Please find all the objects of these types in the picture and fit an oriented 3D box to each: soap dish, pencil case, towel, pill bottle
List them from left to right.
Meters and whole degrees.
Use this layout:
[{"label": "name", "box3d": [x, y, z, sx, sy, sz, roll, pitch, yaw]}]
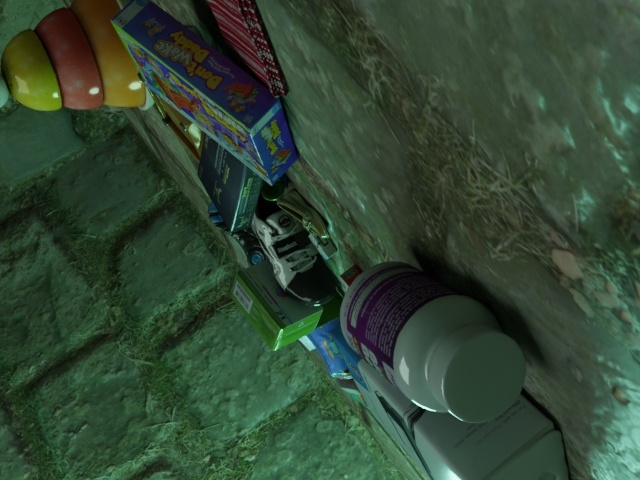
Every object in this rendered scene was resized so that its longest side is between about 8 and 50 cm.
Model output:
[{"label": "soap dish", "box3d": [-0.299, -0.301, 1.990, 0.291, 0.118, 0.229, 49, 168, 33]}, {"label": "towel", "box3d": [-0.146, -0.367, 1.340, 0.199, 0.031, 0.275, 47, 167, 40]}, {"label": "pencil case", "box3d": [0.014, 0.229, 2.235, 0.306, 0.133, 0.119, 58, 162, -21]}, {"label": "pill bottle", "box3d": [0.156, 0.143, 1.212, 0.169, 0.169, 0.301, 59, 169, -22]}]

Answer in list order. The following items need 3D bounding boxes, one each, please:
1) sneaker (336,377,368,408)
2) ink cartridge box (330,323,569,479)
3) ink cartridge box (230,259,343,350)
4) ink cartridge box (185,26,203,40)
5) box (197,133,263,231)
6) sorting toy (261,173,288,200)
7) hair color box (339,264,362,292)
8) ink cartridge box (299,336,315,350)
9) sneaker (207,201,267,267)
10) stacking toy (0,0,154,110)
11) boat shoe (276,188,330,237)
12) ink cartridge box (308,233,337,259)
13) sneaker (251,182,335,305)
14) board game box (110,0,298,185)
[{"label": "sneaker", "box3d": [0.162, 0.406, 2.257, 0.121, 0.108, 0.302, 37, 172, -25]}, {"label": "ink cartridge box", "box3d": [0.218, 0.299, 1.432, 0.395, 0.166, 0.285, 44, 165, 44]}, {"label": "ink cartridge box", "box3d": [-0.059, 0.125, 2.047, 0.189, 0.255, 0.097, 49, 143, 24]}, {"label": "ink cartridge box", "box3d": [-0.279, -0.387, 1.778, 0.109, 0.063, 0.150, 59, 168, -24]}, {"label": "box", "box3d": [-0.193, -0.160, 1.837, 0.183, 0.059, 0.232, 57, 148, 28]}, {"label": "sorting toy", "box3d": [-0.099, -0.120, 1.831, 0.042, 0.061, 0.102, 70, -175, -56]}, {"label": "hair color box", "box3d": [0.100, 0.124, 1.754, 0.141, 0.043, 0.072, 49, 168, 23]}, {"label": "ink cartridge box", "box3d": [-0.063, 0.155, 2.349, 0.223, 0.045, 0.224, 50, -151, -38]}, {"label": "sneaker", "box3d": [-0.181, -0.003, 2.515, 0.341, 0.125, 0.140, 51, -164, 10]}, {"label": "stacking toy", "box3d": [-0.687, -0.444, 2.166, 0.350, 0.480, 0.350, 53, 155, 37]}, {"label": "boat shoe", "box3d": [-0.035, -0.049, 1.795, 0.153, 0.048, 0.056, 48, 168, 33]}, {"label": "ink cartridge box", "box3d": [0.000, 0.000, 1.849, 0.083, 0.028, 0.048, 55, 169, 3]}, {"label": "sneaker", "box3d": [-0.080, 0.005, 1.959, 0.330, 0.122, 0.146, 54, 167, 25]}, {"label": "board game box", "box3d": [-0.207, -0.273, 1.555, 0.347, 0.078, 0.233, 39, 168, 18]}]
